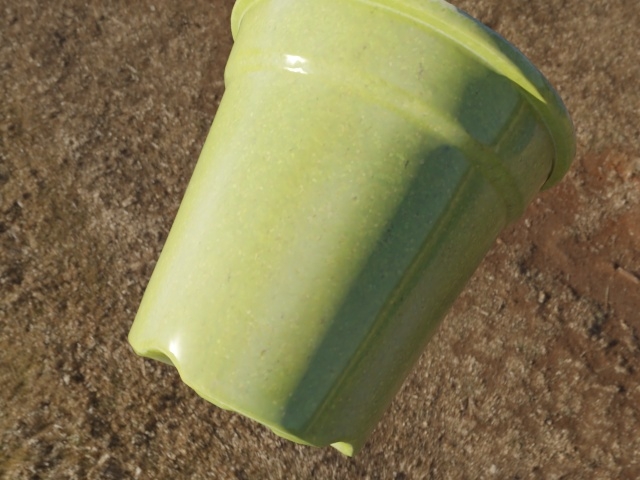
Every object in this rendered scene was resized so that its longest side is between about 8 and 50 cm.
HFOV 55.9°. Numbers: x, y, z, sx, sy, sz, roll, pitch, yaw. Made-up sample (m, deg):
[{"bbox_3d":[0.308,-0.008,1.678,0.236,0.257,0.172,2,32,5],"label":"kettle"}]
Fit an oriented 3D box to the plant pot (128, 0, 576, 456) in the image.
[{"bbox_3d":[0.000,0.000,0.442,0.276,0.276,0.254,25,80,18],"label":"plant pot"}]
